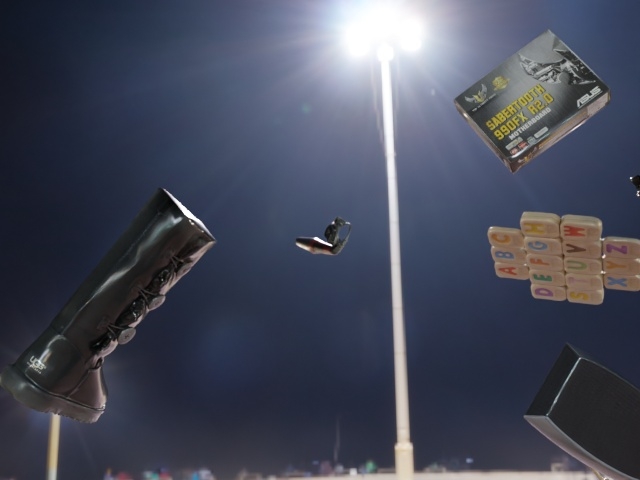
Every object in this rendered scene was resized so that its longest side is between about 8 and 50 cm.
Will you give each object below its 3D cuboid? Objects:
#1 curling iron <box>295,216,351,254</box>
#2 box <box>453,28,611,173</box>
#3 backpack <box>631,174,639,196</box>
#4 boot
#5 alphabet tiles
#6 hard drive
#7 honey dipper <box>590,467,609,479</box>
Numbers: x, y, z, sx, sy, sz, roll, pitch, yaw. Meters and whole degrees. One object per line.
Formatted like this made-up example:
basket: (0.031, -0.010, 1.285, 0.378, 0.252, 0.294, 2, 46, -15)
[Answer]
curling iron: (0.000, 0.000, 1.627, 0.035, 0.068, 0.274, 29, -11, -13)
box: (0.401, -0.266, 1.610, 0.231, 0.183, 0.056, -36, -26, 2)
backpack: (0.580, -0.123, 1.291, 0.152, 0.182, 0.115, 24, -10, -22)
boot: (-0.380, 0.134, 1.649, 0.146, 0.445, 0.367, 36, -8, 7)
alphabet tiles: (0.460, 0.040, 1.596, 0.278, 0.021, 0.284, 6, -31, 23)
hard drive: (0.500, 0.313, 1.496, 0.254, 0.172, 0.054, 35, -7, -15)
honey dipper: (0.679, 0.568, 2.093, 0.030, 0.161, 0.030, -36, 11, 8)
